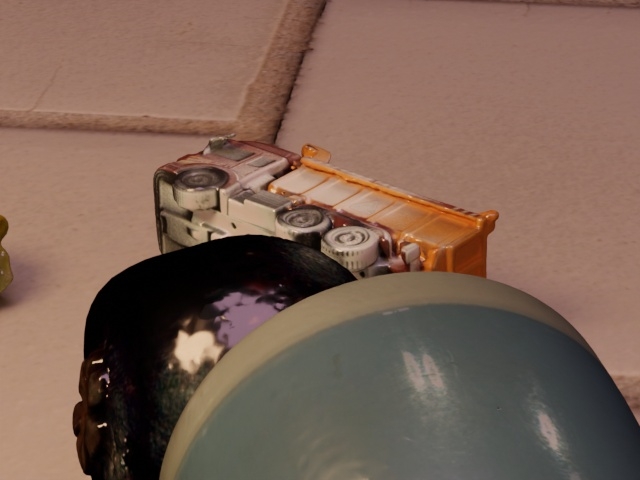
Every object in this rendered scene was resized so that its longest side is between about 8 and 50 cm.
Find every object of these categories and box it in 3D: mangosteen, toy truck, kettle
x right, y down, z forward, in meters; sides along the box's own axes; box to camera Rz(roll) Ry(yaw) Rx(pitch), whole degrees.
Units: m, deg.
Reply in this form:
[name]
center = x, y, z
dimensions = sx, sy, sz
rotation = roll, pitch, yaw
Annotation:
[mangosteen]
center = -0.025, 0.103, 1.037
dimensions = 0.242, 0.243, 0.243
rotation = 1, 24, -1
[toy truck]
center = 0.000, 0.000, 1.385
dimensions = 0.270, 0.114, 0.135
rotation = 21, 34, 36
[kettle]
center = 0.107, 0.215, 0.812
dimensions = 0.319, 0.247, 0.342
rotation = 19, 24, -27

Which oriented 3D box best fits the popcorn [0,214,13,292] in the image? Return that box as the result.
[popcorn]
center = -0.298, -0.003, 1.386
dimensions = 0.116, 0.106, 0.121
rotation = -17, 29, -16
